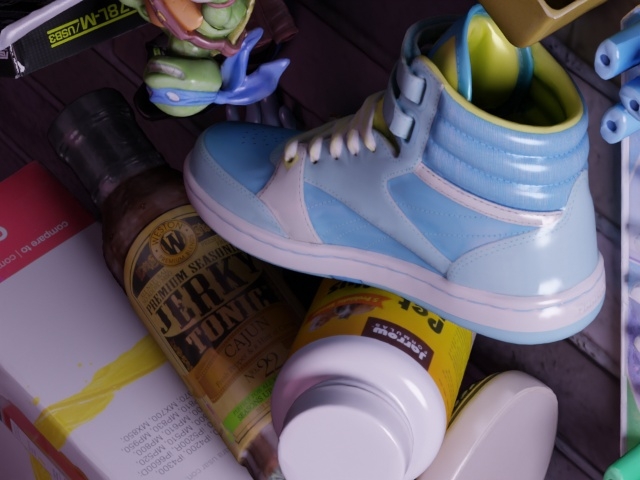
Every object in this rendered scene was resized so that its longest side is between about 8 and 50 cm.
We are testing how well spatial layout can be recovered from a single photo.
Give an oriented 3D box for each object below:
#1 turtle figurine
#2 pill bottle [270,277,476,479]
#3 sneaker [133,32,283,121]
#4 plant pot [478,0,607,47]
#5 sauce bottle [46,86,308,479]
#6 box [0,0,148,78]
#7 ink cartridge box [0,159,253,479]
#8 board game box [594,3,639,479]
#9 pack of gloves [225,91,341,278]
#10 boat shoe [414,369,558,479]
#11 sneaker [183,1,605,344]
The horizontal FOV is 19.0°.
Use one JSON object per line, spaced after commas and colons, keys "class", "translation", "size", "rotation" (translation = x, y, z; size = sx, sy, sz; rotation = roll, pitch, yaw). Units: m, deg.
{"class": "turtle figurine", "translation": [-0.126, -0.226, 1.250], "size": [0.198, 0.275, 0.266], "rotation": [-160, 83, -82]}
{"class": "pill bottle", "translation": [0.036, 0.089, 1.292], "size": [0.117, 0.215, 0.117], "rotation": [6, 119, 11]}
{"class": "sneaker", "translation": [-0.087, -0.139, 1.429], "size": [0.067, 0.078, 0.188], "rotation": [57, 145, 9]}
{"class": "plant pot", "translation": [0.130, -0.160, 1.127], "size": [0.081, 0.081, 0.083], "rotation": [54, 157, 11]}
{"class": "sauce bottle", "translation": [-0.094, 0.033, 1.459], "size": [0.344, 0.111, 0.111], "rotation": [52, 146, 18]}
{"class": "box", "translation": [-0.210, -0.177, 1.473], "size": [0.191, 0.184, 0.045], "rotation": [9, 119, 49]}
{"class": "ink cartridge box", "translation": [-0.177, 0.164, 1.629], "size": [0.385, 0.160, 0.279], "rotation": [42, 151, 26]}
{"class": "board game box", "translation": [0.313, 0.094, 1.089], "size": [0.390, 0.050, 0.390], "rotation": [26, 133, 41]}
{"class": "pack of gloves", "translation": [0.000, 0.000, 1.464], "size": [0.195, 0.046, 0.232], "rotation": [28, 124, 39]}
{"class": "boat shoe", "translation": [0.031, 0.219, 1.383], "size": [0.158, 0.127, 0.340], "rotation": [34, 99, 38]}
{"class": "sneaker", "translation": [0.044, -0.075, 1.247], "size": [0.319, 0.127, 0.208], "rotation": [18, 129, 27]}
